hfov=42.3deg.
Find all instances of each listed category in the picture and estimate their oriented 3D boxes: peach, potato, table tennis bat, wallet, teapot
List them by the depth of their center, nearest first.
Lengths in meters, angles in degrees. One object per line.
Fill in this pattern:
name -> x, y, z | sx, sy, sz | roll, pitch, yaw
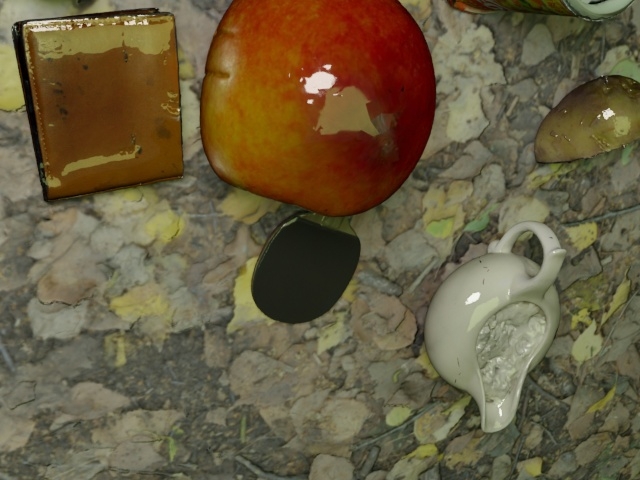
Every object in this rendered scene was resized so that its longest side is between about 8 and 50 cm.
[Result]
wallet -> -0.228, -0.145, 0.877 | 0.161, 0.042, 0.195 | -10, 119, -16
peach -> 0.009, -0.166, 0.897 | 0.248, 0.245, 0.274 | -1, 105, -56
table tennis bat -> 0.000, 0.000, 1.065 | 0.138, 0.022, 0.246 | 18, 106, -31
potato -> 0.373, -0.174, 1.120 | 0.172, 0.100, 0.089 | -29, 118, -7
teapot -> 0.252, 0.107, 1.163 | 0.208, 0.166, 0.299 | 5, 121, -15

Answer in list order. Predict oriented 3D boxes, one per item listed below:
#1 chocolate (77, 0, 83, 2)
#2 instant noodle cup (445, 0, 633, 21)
chocolate -> -0.254, -0.337, 0.734 | 0.110, 0.110, 0.248 | -10, 117, -21
instant noodle cup -> 0.247, -0.325, 0.913 | 0.193, 0.212, 0.193 | -10, 118, -21
